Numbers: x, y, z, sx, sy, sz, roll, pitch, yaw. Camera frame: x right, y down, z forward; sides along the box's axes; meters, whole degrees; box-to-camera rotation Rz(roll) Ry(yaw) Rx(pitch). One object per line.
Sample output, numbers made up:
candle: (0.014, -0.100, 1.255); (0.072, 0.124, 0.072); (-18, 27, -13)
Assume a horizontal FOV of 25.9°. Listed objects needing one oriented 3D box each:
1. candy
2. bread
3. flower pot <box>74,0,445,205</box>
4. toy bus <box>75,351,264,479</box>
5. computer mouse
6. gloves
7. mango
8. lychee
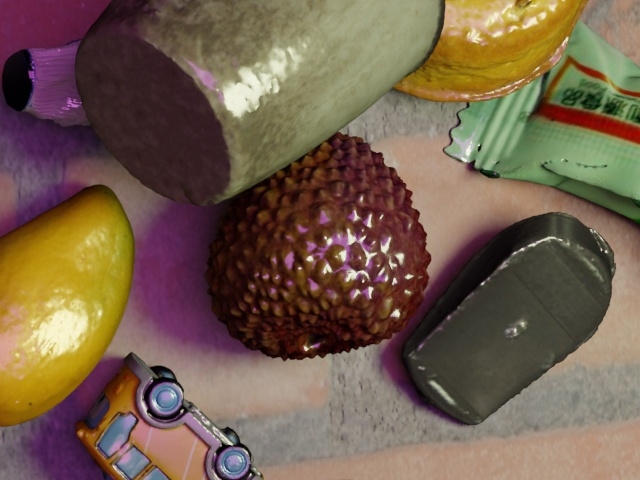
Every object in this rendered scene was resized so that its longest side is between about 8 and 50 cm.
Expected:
candy: (0.374, -0.125, 1.737); (0.398, 0.172, 0.263); (27, 68, 7)
bread: (0.229, -0.308, 1.649); (0.179, 0.194, 0.340); (27, 76, 10)
flower pot: (-0.071, -0.213, 1.463); (0.293, 0.293, 0.330); (50, 53, -8)
toy bus: (-0.172, 0.234, 1.545); (0.136, 0.126, 0.209); (-45, 100, -6)
computer mouse: (0.226, 0.087, 1.692); (0.295, 0.087, 0.168); (-42, 118, 2)
gloves: (-0.241, -0.183, 1.560); (0.229, 0.097, 0.119); (0, 114, -27)
mango: (-0.308, 0.073, 1.521); (0.176, 0.119, 0.317); (38, 68, -9)
lychee: (0.000, 0.000, 1.558); (0.271, 0.271, 0.271); (1, 86, -17)
